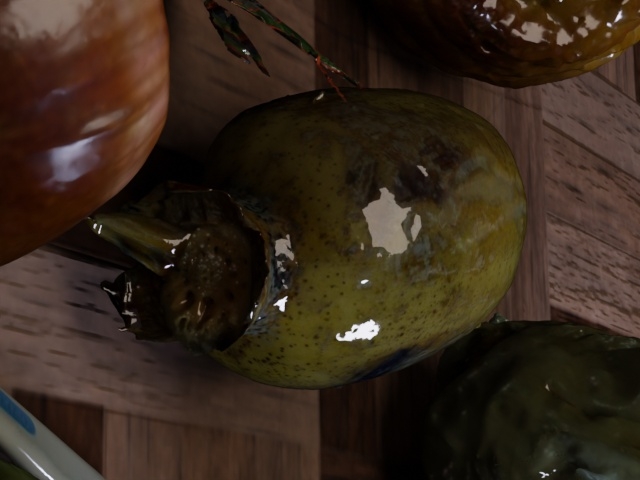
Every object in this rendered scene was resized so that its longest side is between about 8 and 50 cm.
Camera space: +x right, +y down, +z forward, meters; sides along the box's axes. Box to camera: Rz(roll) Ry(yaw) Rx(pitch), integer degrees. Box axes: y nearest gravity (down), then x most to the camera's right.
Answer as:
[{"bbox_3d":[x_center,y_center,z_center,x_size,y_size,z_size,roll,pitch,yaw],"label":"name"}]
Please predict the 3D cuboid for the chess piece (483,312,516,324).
[{"bbox_3d":[0.116,0.090,1.240,0.042,0.042,0.093,32,49,-55],"label":"chess piece"}]

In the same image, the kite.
[{"bbox_3d":[-0.056,-0.117,0.877,0.198,0.006,0.244,32,11,-18],"label":"kite"}]

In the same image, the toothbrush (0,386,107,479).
[{"bbox_3d":[-0.175,0.031,0.733,0.386,0.040,0.040,53,40,-48],"label":"toothbrush"}]

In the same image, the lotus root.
[{"bbox_3d":[0.002,0.002,0.930,0.278,0.154,0.154,-9,91,-57],"label":"lotus root"}]

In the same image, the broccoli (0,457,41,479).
[{"bbox_3d":[-0.062,0.183,0.711,0.248,0.245,0.288,-23,134,-60],"label":"broccoli"}]

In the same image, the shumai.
[{"bbox_3d":[0.194,0.151,1.132,0.256,0.218,0.189,17,81,-44],"label":"shumai"}]

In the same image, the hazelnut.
[{"bbox_3d":[-0.127,-0.062,0.723,0.150,0.150,0.150,24,63,-58],"label":"hazelnut"}]

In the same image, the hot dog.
[{"bbox_3d":[0.139,-0.282,1.231,0.267,0.174,0.387,50,42,-41],"label":"hot dog"}]
